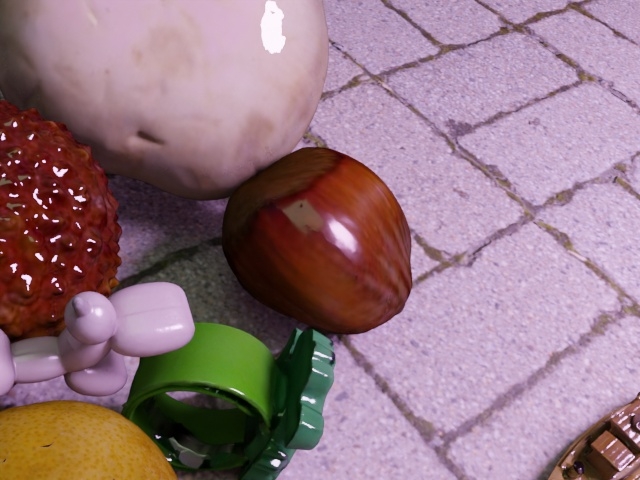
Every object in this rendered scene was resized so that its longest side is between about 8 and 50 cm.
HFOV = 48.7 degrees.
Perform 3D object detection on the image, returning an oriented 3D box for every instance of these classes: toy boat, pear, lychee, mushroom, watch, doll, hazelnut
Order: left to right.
[{"bbox_3d":[-0.319,0.002,0.623,0.276,0.304,0.275,-7,67,18],"label":"lychee"},{"bbox_3d":[-0.192,0.211,0.496,0.209,0.208,0.208,5,48,-6],"label":"pear"},{"bbox_3d":[-0.196,0.081,0.521,0.160,0.161,0.059,10,53,-51],"label":"doll"},{"bbox_3d":[-0.173,-0.197,0.786,0.353,0.353,0.325,-16,66,-22],"label":"mushroom"},{"bbox_3d":[-0.084,0.127,0.614,0.152,0.165,0.131,22,40,-12],"label":"watch"},{"bbox_3d":[-0.005,0.007,0.738,0.186,0.210,0.210,-8,46,17],"label":"hazelnut"},{"bbox_3d":[0.294,0.195,0.681,0.206,0.072,0.064,-25,55,-29],"label":"toy boat"}]
